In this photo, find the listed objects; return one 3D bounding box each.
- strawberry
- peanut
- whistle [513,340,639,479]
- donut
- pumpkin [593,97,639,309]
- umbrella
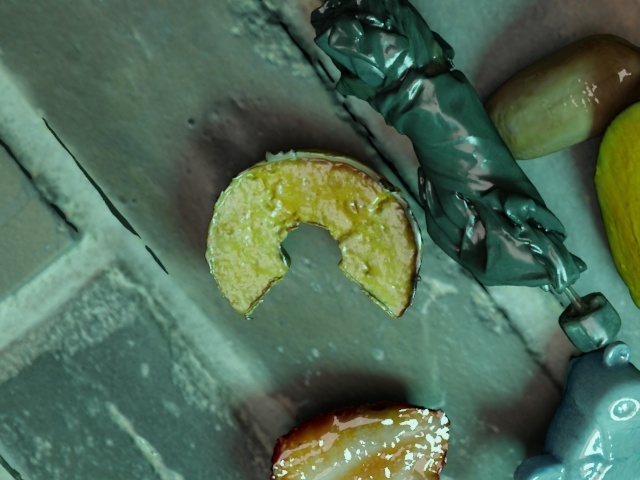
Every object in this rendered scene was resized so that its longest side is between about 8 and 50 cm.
[{"bbox_3d":[0.033,0.200,1.015,0.187,0.082,0.146,-38,107,8],"label":"strawberry"},{"bbox_3d":[0.192,-0.111,0.908,0.152,0.076,0.076,-25,105,33],"label":"peanut"},{"bbox_3d":[0.237,0.210,0.997,0.180,0.093,0.269,-6,110,-21],"label":"whistle"},{"bbox_3d":[-0.002,-0.011,0.955,0.181,0.078,0.146,0,107,10],"label":"donut"},{"bbox_3d":[0.330,-0.029,0.914,0.169,0.148,0.312,-41,122,-25],"label":"pumpkin"},{"bbox_3d":[0.111,-0.049,0.891,0.094,0.143,0.349,-34,102,19],"label":"umbrella"}]
